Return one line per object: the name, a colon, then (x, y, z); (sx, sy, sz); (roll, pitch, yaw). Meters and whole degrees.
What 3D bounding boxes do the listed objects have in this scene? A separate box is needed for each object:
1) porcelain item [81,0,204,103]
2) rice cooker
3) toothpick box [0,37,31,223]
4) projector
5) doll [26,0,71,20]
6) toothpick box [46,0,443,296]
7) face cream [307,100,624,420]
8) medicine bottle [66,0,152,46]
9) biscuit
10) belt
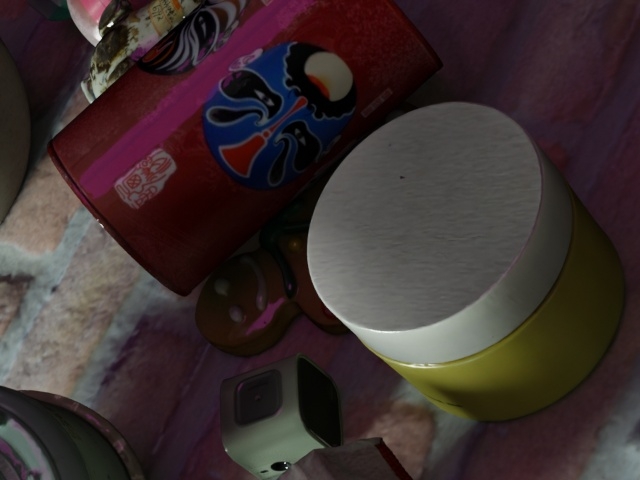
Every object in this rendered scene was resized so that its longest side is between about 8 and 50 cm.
porcelain item: (-0.110, -0.212, 1.702); (0.288, 0.186, 0.138); (-42, 40, 21)
rice cooker: (-0.297, 0.255, 1.434); (0.316, 0.316, 0.264); (9, 78, 38)
toothpick box: (-0.563, -0.166, 1.798); (0.408, 0.425, 0.409); (-17, 53, 25)
projector: (-0.034, 0.159, 1.449); (0.082, 0.083, 0.083); (-21, 50, 22)
doll: (-0.286, -0.386, 1.958); (0.195, 0.153, 0.258); (-45, 12, 40)
toothpick box: (-0.072, -0.130, 1.537); (0.333, 0.204, 0.204); (-42, 46, 5)
face cream: (0.125, 0.021, 1.363); (0.218, 0.179, 0.218); (-18, 52, 25)
medicine bottle: (-0.163, -0.315, 1.777); (0.247, 0.147, 0.147); (-42, 44, 29)
biscuit: (0.000, 0.000, 1.560); (0.301, 0.049, 0.197); (-38, 45, 10)
belt: (0.010, 0.267, 1.316); (0.201, 0.128, 0.124); (-45, 47, 6)
